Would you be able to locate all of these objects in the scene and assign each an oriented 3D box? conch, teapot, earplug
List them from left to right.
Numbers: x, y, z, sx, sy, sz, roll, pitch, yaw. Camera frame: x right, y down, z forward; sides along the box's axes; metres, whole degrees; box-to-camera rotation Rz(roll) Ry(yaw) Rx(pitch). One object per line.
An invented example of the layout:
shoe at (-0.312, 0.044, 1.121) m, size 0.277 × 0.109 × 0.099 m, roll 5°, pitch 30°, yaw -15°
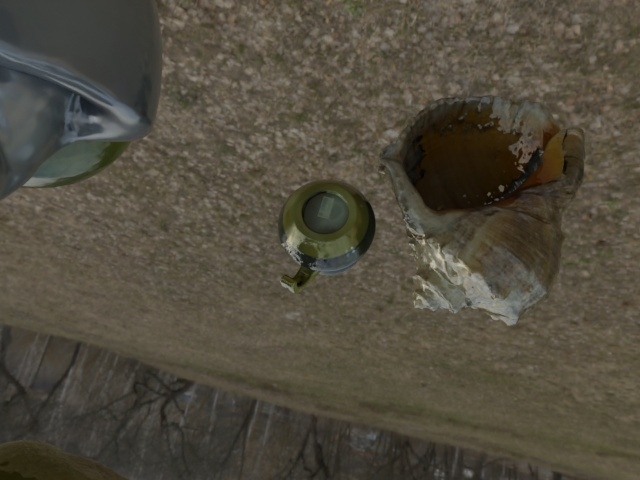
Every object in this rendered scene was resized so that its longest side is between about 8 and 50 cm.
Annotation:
earplug at (-0.243, -0.094, 0.321) m, size 0.214 × 0.325 × 0.175 m, roll 15°, pitch 132°, yaw 53°
teapot at (0.000, 0.000, 0.755) m, size 0.130 × 0.166 × 0.119 m, roll 29°, pitch 163°, yaw 14°
conch at (0.219, -0.048, 0.807) m, size 0.297 × 0.352 × 0.210 m, roll 45°, pitch 148°, yaw 3°

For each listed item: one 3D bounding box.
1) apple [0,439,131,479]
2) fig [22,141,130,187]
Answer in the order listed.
apple at (-0.363, 0.479, 0.625) m, size 0.473 × 0.474 × 0.474 m, roll 10°, pitch 158°, yaw 4°
fig at (-0.414, -0.206, 0.784) m, size 0.315 × 0.316 × 0.316 m, roll 10°, pitch 158°, yaw 4°
